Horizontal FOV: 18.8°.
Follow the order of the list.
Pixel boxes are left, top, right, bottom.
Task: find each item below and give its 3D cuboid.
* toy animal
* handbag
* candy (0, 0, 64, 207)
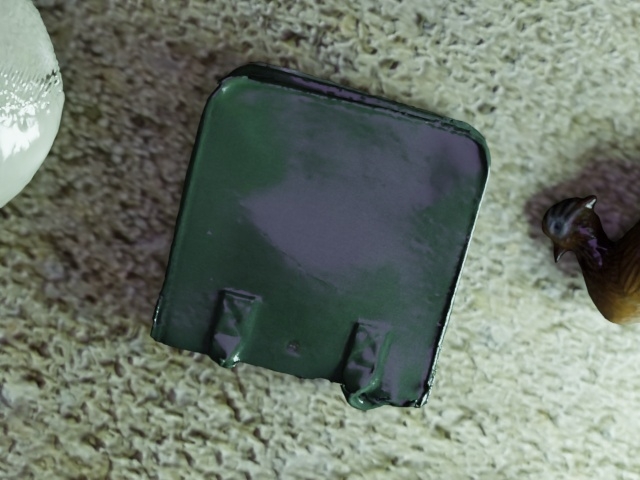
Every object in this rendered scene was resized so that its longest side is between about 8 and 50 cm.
[{"bbox_3d":[0.295,-0.010,1.647,0.179,0.089,0.188,39,102,6],"label":"toy animal"},{"bbox_3d":[0.000,0.000,1.628,0.248,0.079,0.260,14,102,-4],"label":"handbag"},{"bbox_3d":[-0.350,-0.125,1.530,0.295,0.185,0.295,-1,106,-2],"label":"candy"}]
